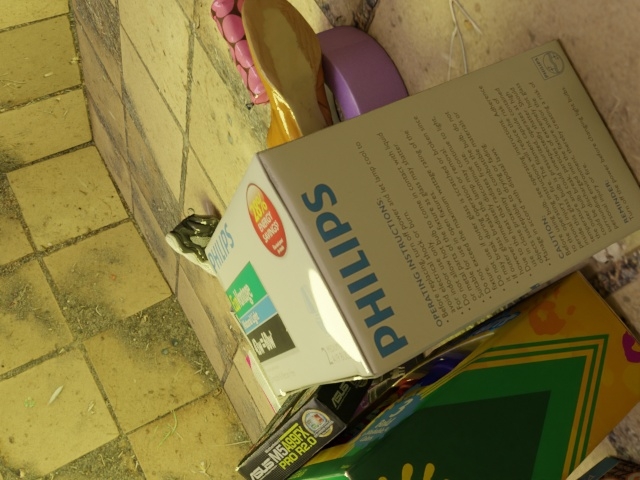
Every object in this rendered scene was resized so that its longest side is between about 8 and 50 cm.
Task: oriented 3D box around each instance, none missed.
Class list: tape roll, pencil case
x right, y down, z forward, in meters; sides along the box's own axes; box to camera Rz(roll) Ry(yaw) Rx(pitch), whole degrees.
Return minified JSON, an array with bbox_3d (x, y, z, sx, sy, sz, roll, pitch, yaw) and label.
[{"bbox_3d":[0.035,-0.195,1.081,0.275,0.090,0.275,49,154,34],"label":"tape roll"},{"bbox_3d":[-0.137,-0.363,1.294,0.098,0.095,0.209,145,102,-83],"label":"pencil case"}]

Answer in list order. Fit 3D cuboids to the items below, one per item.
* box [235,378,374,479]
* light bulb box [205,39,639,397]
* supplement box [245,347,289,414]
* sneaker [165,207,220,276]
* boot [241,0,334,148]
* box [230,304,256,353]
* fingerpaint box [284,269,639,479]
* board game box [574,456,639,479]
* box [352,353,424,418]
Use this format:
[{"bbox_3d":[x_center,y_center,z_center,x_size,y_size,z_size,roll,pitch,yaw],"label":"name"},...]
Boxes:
[{"bbox_3d":[0.007,0.228,1.015,0.060,0.270,0.216,42,125,2],"label":"box"},{"bbox_3d":[0.093,-0.005,0.785,0.225,0.361,0.358,63,158,6],"label":"light bulb box"},{"bbox_3d":[-0.125,0.414,2.042,0.220,0.114,0.111,58,158,14],"label":"supplement box"},{"bbox_3d":[-0.335,0.012,2.108,0.268,0.153,0.101,34,-177,-17],"label":"sneaker"},{"bbox_3d":[-0.054,-0.200,1.017,0.295,0.104,0.211,61,158,-1],"label":"boot"},{"bbox_3d":[-0.088,0.049,1.253,0.169,0.087,0.290,70,-163,-51],"label":"box"},{"bbox_3d":[0.154,0.260,0.898,0.163,0.371,0.445,52,157,9],"label":"fingerpaint box"},{"bbox_3d":[0.426,0.414,0.766,0.291,0.141,0.232,-9,105,67],"label":"board game box"},{"bbox_3d":[0.085,0.196,1.249,0.103,0.184,0.261,24,134,56],"label":"box"}]
